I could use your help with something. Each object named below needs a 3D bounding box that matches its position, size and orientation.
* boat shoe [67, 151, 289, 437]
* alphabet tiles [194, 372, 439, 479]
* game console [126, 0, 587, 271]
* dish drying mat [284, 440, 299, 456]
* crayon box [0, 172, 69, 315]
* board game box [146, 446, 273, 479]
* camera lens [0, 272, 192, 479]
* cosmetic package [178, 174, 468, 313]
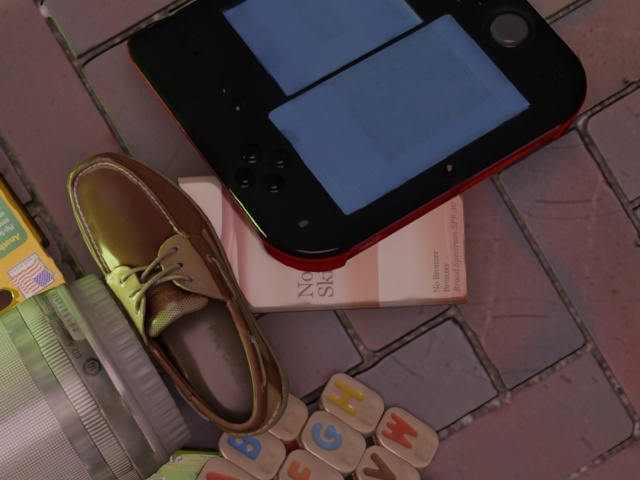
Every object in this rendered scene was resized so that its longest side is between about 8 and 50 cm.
[{"bbox_3d":[-0.138,0.051,1.637,0.123,0.116,0.324,-37,89,4],"label":"boat shoe"},{"bbox_3d":[0.019,0.269,1.730,0.278,0.021,0.284,33,49,-2],"label":"alphabet tiles"},{"bbox_3d":[0.042,-0.173,1.727,0.386,0.060,0.342,-30,70,-15],"label":"game console"},{"bbox_3d":[-0.015,0.245,1.819,0.032,0.008,0.083,-24,89,-4],"label":"dish drying mat"},{"bbox_3d":[-0.434,-0.029,1.769,0.203,0.083,0.323,-35,89,-3],"label":"crayon box"},{"bbox_3d":[-0.138,0.269,1.794,0.181,0.043,0.092,4,89,-3],"label":"board game box"},{"bbox_3d":[-0.294,0.185,1.672,0.274,0.219,0.219,-31,90,-9],"label":"camera lens"},{"bbox_3d":[0.000,0.000,1.768,0.296,0.129,0.153,-4,90,-3],"label":"cosmetic package"}]
